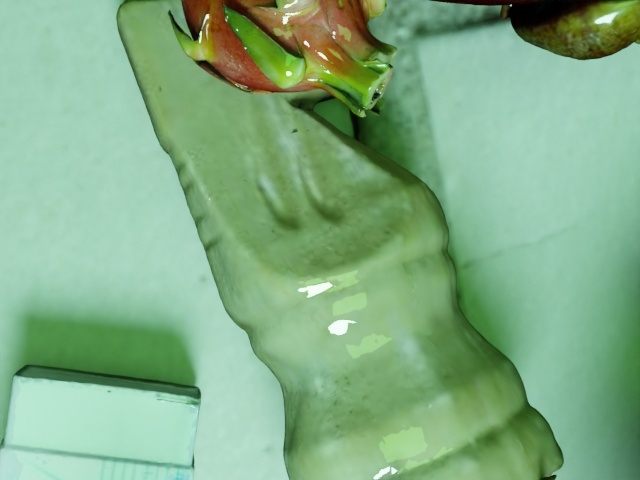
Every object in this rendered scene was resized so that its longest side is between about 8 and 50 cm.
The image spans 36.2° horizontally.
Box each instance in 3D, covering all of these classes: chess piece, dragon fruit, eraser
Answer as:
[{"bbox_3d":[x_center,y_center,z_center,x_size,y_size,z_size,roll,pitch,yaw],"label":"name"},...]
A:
[{"bbox_3d":[0.000,0.000,0.487,0.137,0.137,0.301,-23,83,-9],"label":"chess piece"},{"bbox_3d":[-0.014,-0.101,0.434,0.116,0.081,0.086,31,46,6],"label":"dragon fruit"},{"bbox_3d":[-0.121,0.181,0.487,0.095,0.052,0.225,8,88,-8],"label":"eraser"}]

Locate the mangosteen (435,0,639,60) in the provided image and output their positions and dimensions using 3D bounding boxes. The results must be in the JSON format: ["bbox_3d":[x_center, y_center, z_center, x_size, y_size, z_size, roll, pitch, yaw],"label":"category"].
[{"bbox_3d":[0.110,-0.188,0.457,0.257,0.215,0.215,38,84,-23],"label":"mangosteen"}]
